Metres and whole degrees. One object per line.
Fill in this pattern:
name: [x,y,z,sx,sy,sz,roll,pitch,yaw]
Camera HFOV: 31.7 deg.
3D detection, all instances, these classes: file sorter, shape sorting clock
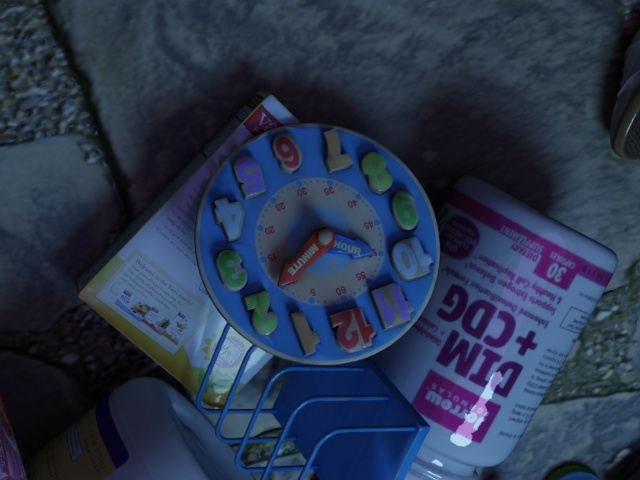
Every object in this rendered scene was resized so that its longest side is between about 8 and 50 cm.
file sorter: [-0.015,0.150,0.937,0.104,0.170,0.118,5,118,-37]
shape sorting clock: [0.000,0.000,0.924,0.206,0.040,0.206,3,77,-14]

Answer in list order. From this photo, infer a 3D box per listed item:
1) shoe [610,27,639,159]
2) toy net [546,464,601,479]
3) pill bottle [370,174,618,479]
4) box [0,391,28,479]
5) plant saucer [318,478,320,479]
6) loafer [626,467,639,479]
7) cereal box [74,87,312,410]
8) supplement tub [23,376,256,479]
shoe: [0.328,-0.176,1.043,0.076,0.058,0.219,21,103,-38]
toy net: [0.181,0.300,1.133,0.232,0.045,0.122,-5,107,-11]
pill bottle: [0.129,0.099,1.004,0.160,0.160,0.283,26,97,-18]
box: [-0.324,0.082,0.844,0.122,0.128,0.257,-21,70,-7]
plant saucer: [0.030,0.253,1.098,0.083,0.013,0.084,-3,104,-13]
loafer: [0.359,0.345,1.167,0.087,0.094,0.251,-18,98,-3]
cereal box: [-0.071,0.010,0.993,0.240,0.047,0.173,-45,111,0]
supplement tub: [-0.202,0.299,0.934,0.331,0.241,0.241,-38,109,-1]
